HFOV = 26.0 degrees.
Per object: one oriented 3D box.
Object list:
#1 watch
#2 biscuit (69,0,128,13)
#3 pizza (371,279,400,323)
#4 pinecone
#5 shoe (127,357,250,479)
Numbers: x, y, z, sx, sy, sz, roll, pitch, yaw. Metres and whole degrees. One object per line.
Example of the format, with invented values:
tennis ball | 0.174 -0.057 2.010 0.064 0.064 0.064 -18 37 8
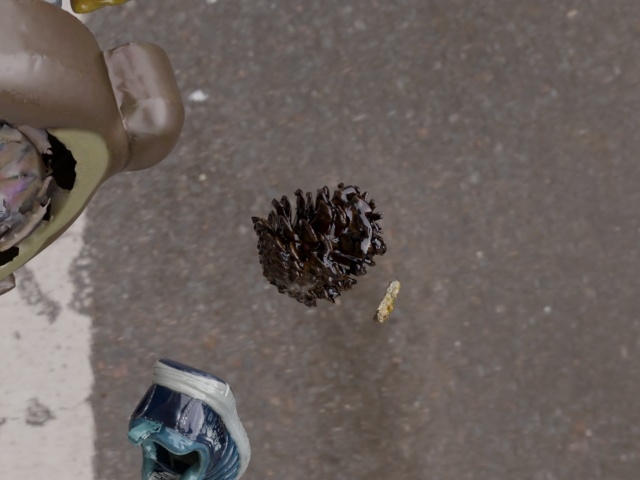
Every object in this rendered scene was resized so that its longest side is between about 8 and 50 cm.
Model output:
watch | -0.308 -0.118 0.852 0.314 0.335 0.327 0 48 -53
biscuit | -0.222 -0.341 1.709 0.183 0.174 0.039 -84 161 -55
pizza | 0.067 0.062 1.381 0.016 0.037 0.083 24 24 5
pinecone | 0.000 0.000 0.860 0.083 0.077 0.077 -34 100 -18
shoe | -0.088 0.136 0.893 0.064 0.143 0.071 21 58 16
